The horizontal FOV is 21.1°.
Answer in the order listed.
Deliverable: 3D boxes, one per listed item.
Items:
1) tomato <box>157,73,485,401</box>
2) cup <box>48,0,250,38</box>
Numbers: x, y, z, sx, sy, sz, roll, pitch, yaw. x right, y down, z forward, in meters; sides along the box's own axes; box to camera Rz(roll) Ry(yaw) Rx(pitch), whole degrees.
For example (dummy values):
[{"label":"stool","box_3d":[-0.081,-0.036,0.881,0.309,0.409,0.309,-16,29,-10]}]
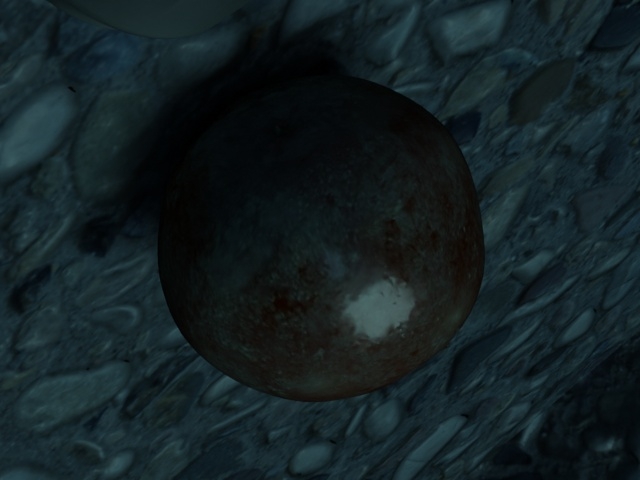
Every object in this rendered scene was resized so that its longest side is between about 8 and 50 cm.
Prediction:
[{"label":"tomato","box_3d":[0.000,0.000,1.630,0.317,0.316,0.282,-34,134,-11]},{"label":"cup","box_3d":[-0.021,-0.281,1.092,0.323,0.237,0.327,11,150,-43]}]
